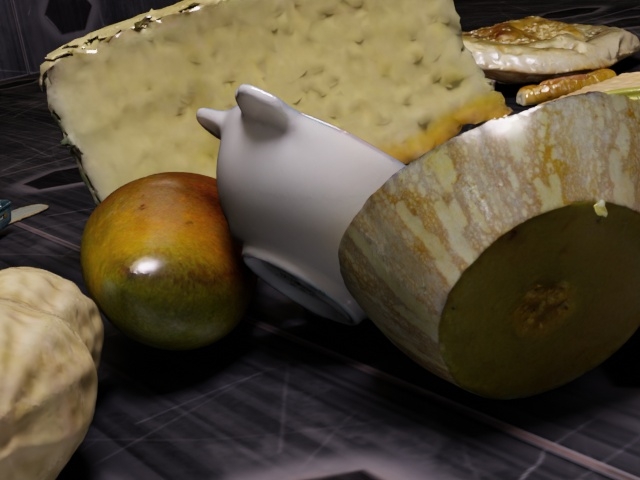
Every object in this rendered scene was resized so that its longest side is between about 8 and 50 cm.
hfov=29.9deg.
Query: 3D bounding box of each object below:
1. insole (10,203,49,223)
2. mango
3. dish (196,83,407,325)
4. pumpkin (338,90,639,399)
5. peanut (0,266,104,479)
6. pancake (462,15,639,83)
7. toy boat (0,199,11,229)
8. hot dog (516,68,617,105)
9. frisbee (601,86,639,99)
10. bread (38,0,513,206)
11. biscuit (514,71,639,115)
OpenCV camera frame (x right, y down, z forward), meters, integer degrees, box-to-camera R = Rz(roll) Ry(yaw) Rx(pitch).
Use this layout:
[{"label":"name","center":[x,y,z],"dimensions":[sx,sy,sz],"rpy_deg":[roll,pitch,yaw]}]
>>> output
[{"label":"insole","center":[-0.389,-0.013,1.367],"dimensions":[0.064,0.004,0.188],"rpy_deg":[5,21,39]},{"label":"mango","center":[-0.111,0.013,0.882],"dimensions":[0.133,0.111,0.267],"rpy_deg":[29,14,-6]},{"label":"dish","center":[0.000,0.000,0.820],"dimensions":[0.086,0.236,0.228],"rpy_deg":[-59,20,-13]},{"label":"pumpkin","center":[0.122,0.021,0.682],"dimensions":[0.217,0.217,0.110],"rpy_deg":[-11,51,-3]},{"label":"peanut","center":[-0.185,0.081,0.708],"dimensions":[0.123,0.124,0.257],"rpy_deg":[-9,12,5]},{"label":"pancake","center":[0.266,-0.273,1.734],"dimensions":[0.386,0.082,0.387],"rpy_deg":[-6,14,2]},{"label":"toy boat","center":[-0.383,-0.012,1.265],"dimensions":[0.055,0.060,0.141],"rpy_deg":[-3,20,19]},{"label":"hot dog","center":[0.318,-0.197,1.538],"dimensions":[0.137,0.028,0.044],"rpy_deg":[-11,22,-10]},{"label":"frisbee","center":[0.319,-0.104,1.158],"dimensions":[0.236,0.017,0.236],"rpy_deg":[-7,25,3]},{"label":"bread","center":[-0.050,-0.119,1.085],"dimensions":[0.315,0.248,0.279],"rpy_deg":[-14,15,41]},{"label":"biscuit","center":[0.342,-0.152,1.353],"dimensions":[0.249,0.030,0.160],"rpy_deg":[-23,21,-39]}]
